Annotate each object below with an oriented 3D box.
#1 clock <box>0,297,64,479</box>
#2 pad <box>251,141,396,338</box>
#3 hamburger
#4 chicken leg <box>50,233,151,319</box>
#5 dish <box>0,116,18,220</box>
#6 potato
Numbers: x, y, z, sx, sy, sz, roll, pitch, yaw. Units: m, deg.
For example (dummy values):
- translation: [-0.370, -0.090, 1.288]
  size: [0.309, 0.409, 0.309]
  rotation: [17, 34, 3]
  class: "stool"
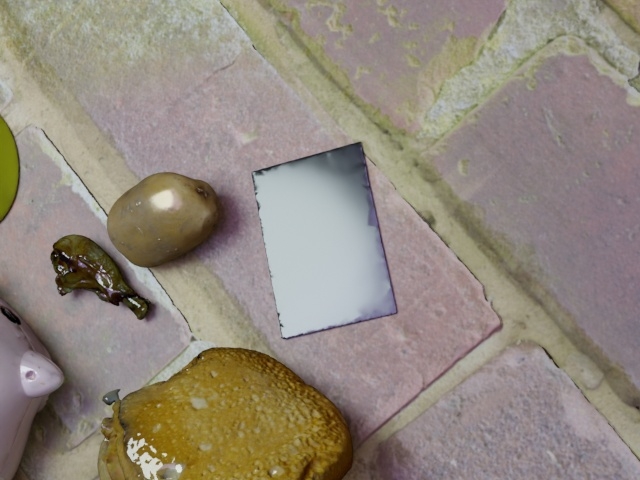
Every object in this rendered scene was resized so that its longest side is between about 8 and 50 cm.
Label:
- translation: [-0.565, 0.237, 1.435]
  size: [0.368, 0.250, 0.376]
  rotation: [45, 97, 19]
  class: "clock"
- translation: [0.000, 0.000, 1.417]
  size: [0.170, 0.006, 0.245]
  rotation: [-15, 77, 14]
  class: "pad"
- translation: [-0.122, 0.268, 1.271]
  size: [0.314, 0.290, 0.170]
  rotation: [34, 129, 32]
  class: "hamburger"
- translation: [-0.321, 0.061, 1.487]
  size: [0.178, 0.070, 0.093]
  rotation: [32, 92, 10]
  class: "chicken leg"
- translation: [-0.605, -0.109, 1.581]
  size: [0.262, 0.108, 0.221]
  rotation: [-20, 75, 14]
  class: "dish"
- translation: [-0.223, -0.031, 1.443]
  size: [0.178, 0.118, 0.109]
  rotation: [-27, 38, 26]
  class: "potato"
